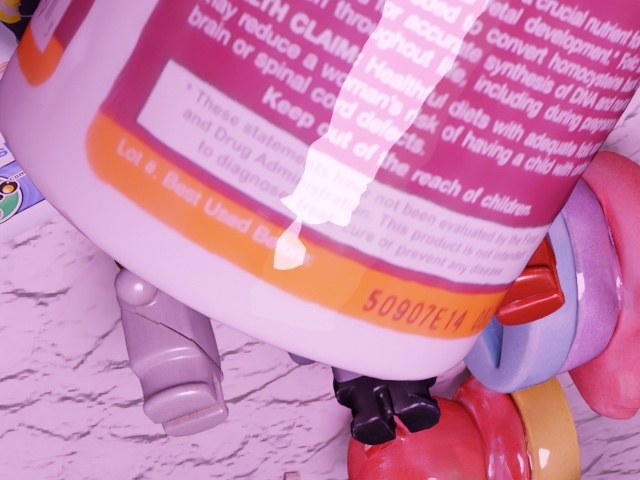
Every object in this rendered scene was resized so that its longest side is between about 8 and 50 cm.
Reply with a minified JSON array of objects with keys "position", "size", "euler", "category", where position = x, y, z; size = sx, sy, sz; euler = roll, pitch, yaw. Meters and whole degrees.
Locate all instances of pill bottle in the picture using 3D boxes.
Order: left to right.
[{"position":[0.058,-0.163,0.748],"size":[0.224,0.224,0.392],"euler":[18,111,-39],"category":"pill bottle"}]

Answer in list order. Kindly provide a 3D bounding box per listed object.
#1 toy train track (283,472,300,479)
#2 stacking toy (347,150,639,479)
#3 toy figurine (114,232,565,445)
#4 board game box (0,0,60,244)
[{"position":[-0.024,0.185,1.333],"size":[0.048,0.014,0.083],"euler":[-3,132,-12],"category":"toy train track"},{"position":[0.122,0.122,1.122],"size":[0.130,0.279,0.309],"euler":[-7,135,-20],"category":"stacking toy"},{"position":[0.000,0.000,1.021],"size":[0.213,0.148,0.209],"euler":[3,146,-27],"category":"toy figurine"},{"position":[-0.259,-0.084,0.850],"size":[0.308,0.086,0.302],"euler":[-26,141,5],"category":"board game box"}]
